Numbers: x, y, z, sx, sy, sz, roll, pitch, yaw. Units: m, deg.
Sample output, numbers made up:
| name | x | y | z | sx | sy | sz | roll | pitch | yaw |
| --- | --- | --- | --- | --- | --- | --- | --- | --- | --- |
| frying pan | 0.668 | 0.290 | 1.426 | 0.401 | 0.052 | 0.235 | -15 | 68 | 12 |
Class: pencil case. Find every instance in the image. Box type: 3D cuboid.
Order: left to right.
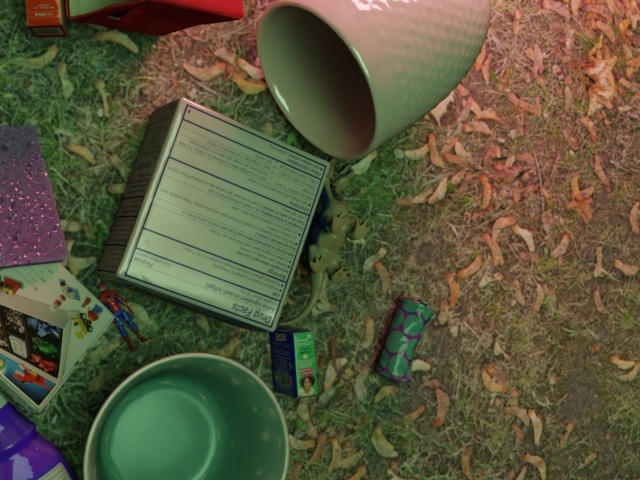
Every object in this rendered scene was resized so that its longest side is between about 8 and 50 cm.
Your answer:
| name | x | y | z | sx | sy | sz | roll | pitch | yaw |
| --- | --- | --- | --- | --- | --- | --- | --- | --- | --- |
| pencil case | 0.149 | 0.175 | 1.706 | 0.070 | 0.064 | 0.151 | 21 | 81 | 1 |

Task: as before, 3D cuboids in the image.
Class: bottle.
| name | x | y | z | sx | sy | sz | roll | pitch | yaw |
| --- | --- | --- | --- | --- | --- | --- | --- | --- | --- |
| bottle | -0.424 | 0.351 | 1.414 | 0.118 | 0.092 | 0.283 | -33 | 104 | -26 |

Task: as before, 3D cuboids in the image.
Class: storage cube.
| name | x | y | z | sx | sy | sz | roll | pitch | yaw |
| --- | --- | --- | --- | --- | --- | --- | --- | --- | --- |
| storage cube | -0.242 | -0.416 | 1.417 | 0.193 | 0.184 | 0.215 | -2 | 90 | -51 |

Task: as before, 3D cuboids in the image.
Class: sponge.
| name | x | y | z | sx | sy | sz | roll | pitch | yaw |
| --- | --- | --- | --- | --- | --- | --- | --- | --- | --- |
| sponge | -0.442 | -0.063 | 1.395 | 0.117 | 0.031 | 0.210 | -10 | 81 | -44 |

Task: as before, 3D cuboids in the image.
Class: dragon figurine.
| name | x | y | z | sx | sy | sz | roll | pitch | yaw |
| --- | --- | --- | --- | --- | --- | --- | --- | --- | --- |
| dragon figurine | 0.000 | 0.000 | 1.622 | 0.085 | 0.144 | 0.289 | 15 | 103 | -27 |

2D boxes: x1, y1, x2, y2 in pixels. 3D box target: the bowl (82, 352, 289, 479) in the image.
| name | x | y | z | sx | sy | sz | roll | pitch | yaw |
| --- | --- | --- | --- | --- | --- | --- | --- | --- | --- |
| bowl | -0.220 | 0.317 | 1.474 | 0.312 | 0.163 | 0.311 | 0 | 89 | -25 |

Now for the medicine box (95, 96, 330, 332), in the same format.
| name | x | y | z | sx | sy | sz | roll | pitch | yaw |
| --- | --- | --- | --- | --- | --- | --- | --- | --- | --- |
| medicine box | -0.167 | -0.035 | 1.506 | 0.263 | 0.149 | 0.289 | 22 | 81 | -24 |

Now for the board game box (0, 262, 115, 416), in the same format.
| name | x | y | z | sx | sy | sz | roll | pitch | yaw |
| --- | --- | --- | --- | --- | --- | --- | --- | --- | --- |
| board game box | -0.462 | 0.077 | 1.383 | 0.305 | 0.053 | 0.193 | 48 | 50 | -18 |

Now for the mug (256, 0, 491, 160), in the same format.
| name | x | y | z | sx | sy | sz | roll | pitch | yaw |
| --- | --- | --- | --- | --- | --- | --- | --- | --- | --- |
| mug | 0.076 | -0.361 | 1.582 | 0.328 | 0.276 | 0.374 | -36 | 75 | -27 |

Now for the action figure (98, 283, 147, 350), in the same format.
| name | x | y | z | sx | sy | sz | roll | pitch | yaw |
| --- | --- | --- | --- | --- | --- | --- | --- | --- | --- |
| action figure | -0.311 | 0.115 | 1.505 | 0.038 | 0.030 | 0.115 | -35 | 102 | -18 |

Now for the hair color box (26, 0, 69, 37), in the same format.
| name | x | y | z | sx | sy | sz | roll | pitch | yaw |
| --- | --- | --- | --- | --- | --- | --- | --- | --- | --- |
| hair color box | -0.401 | -0.389 | 1.418 | 0.053 | 0.093 | 0.167 | -4 | 92 | -8 |

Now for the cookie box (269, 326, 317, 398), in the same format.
| name | x | y | z | sx | sy | sz | roll | pitch | yaw |
| --- | --- | --- | --- | --- | --- | --- | --- | --- | --- |
| cookie box | -0.045 | 0.199 | 1.598 | 0.040 | 0.092 | 0.107 | -6 | 93 | -28 |
